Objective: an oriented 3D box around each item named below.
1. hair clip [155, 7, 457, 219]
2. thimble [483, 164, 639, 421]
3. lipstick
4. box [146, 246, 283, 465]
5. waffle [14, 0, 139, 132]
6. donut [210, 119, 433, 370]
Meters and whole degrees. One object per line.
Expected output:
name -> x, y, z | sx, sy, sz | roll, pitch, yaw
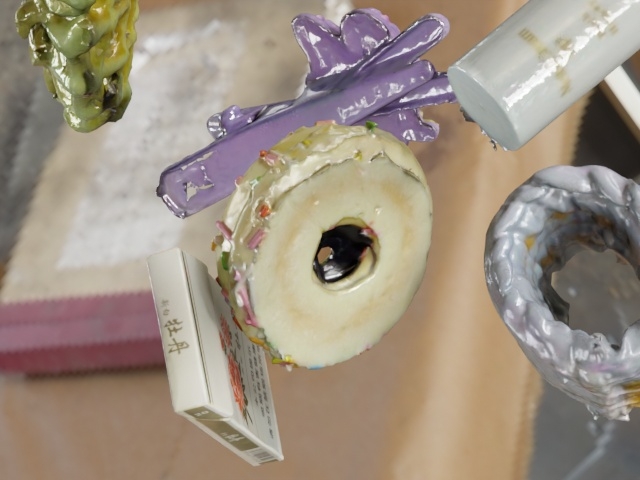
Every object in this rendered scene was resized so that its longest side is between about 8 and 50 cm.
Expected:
hair clip -> -0.004, -0.105, 1.508 | 0.278, 0.137, 0.090 | -25, 8, 26
thimble -> 0.181, 0.032, 1.270 | 0.127, 0.118, 0.151 | -42, 62, 1
lipstick -> 0.181, -0.148, 1.012 | 0.264, 0.059, 0.059 | -40, 40, -10
box -> -0.068, 0.084, 1.316 | 0.029, 0.198, 0.109 | -15, 71, 9
waffle -> -0.160, -0.238, 1.426 | 0.073, 0.317, 0.297 | 9, 73, -1
donut -> 0.000, 0.000, 1.294 | 0.174, 0.174, 0.068 | -51, 41, -8
